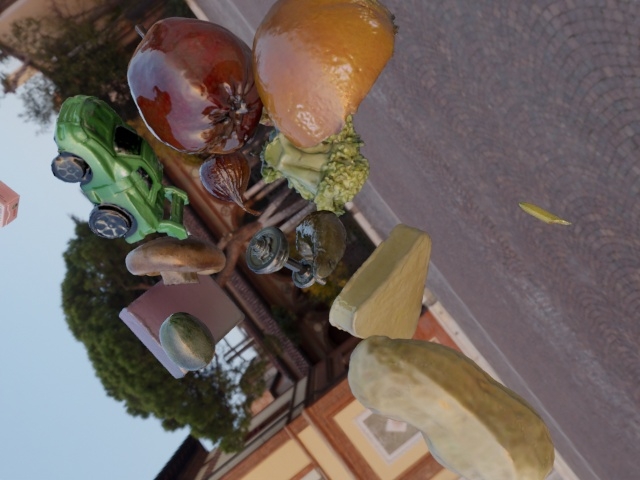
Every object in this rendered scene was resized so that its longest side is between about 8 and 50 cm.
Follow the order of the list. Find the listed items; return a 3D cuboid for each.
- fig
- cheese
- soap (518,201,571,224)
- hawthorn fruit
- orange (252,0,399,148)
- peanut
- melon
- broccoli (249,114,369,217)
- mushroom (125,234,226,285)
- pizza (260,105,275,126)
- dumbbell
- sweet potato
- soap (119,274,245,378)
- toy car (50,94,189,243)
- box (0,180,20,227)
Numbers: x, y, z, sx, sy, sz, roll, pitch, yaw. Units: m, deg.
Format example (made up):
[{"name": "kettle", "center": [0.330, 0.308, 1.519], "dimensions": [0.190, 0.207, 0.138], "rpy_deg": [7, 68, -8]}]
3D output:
[{"name": "fig", "center": [-0.251, -0.146, 1.472], "dimensions": [0.133, 0.146, 0.201], "rpy_deg": [-19, -94, -47]}, {"name": "cheese", "center": [0.174, 0.165, 1.504], "dimensions": [0.104, 0.384, 0.384], "rpy_deg": [24, 162, 37]}, {"name": "soap", "center": [0.701, -0.080, 1.641], "dimensions": [0.089, 0.033, 0.168], "rpy_deg": [1, -152, -44]}, {"name": "hawthorn fruit", "center": [-0.285, -0.343, 1.181], "dimensions": [0.324, 0.308, 0.308], "rpy_deg": [12, 156, 32]}, {"name": "orange", "center": [0.006, -0.308, 0.899], "dimensions": [0.274, 0.274, 0.310], "rpy_deg": [52, -147, 0]}, {"name": "peanut", "center": [0.178, 0.232, 0.727], "dimensions": [0.305, 0.147, 0.147], "rpy_deg": [37, 179, 0]}, {"name": "melon", "center": [-0.318, 0.248, 1.268], "dimensions": [0.167, 0.114, 0.114], "rpy_deg": [60, 176, -24]}, {"name": "broccoli", "center": [-0.044, -0.216, 1.393], "dimensions": [0.280, 0.293, 0.348], "rpy_deg": [4, -109, -58]}, {"name": "mushroom", "center": [-0.413, 0.057, 1.496], "dimensions": [0.278, 0.278, 0.146], "rpy_deg": [60, -153, -86]}, {"name": "pizza", "center": [-0.267, -0.453, 1.742], "dimensions": [0.405, 0.130, 0.440], "rpy_deg": [24, -146, -3]}, {"name": "dumbbell", "center": [-0.069, 0.054, 1.205], "dimensions": [0.254, 0.110, 0.110], "rpy_deg": [33, -167, -45]}, {"name": "sweet potato", "center": [0.000, -0.003, 1.101], "dimensions": [0.310, 0.097, 0.124], "rpy_deg": [-143, 57, -81]}, {"name": "soap", "center": [-0.440, 0.247, 1.701], "dimensions": [0.285, 0.296, 0.107], "rpy_deg": [49, 142, 0]}, {"name": "toy car", "center": [-0.441, -0.150, 1.173], "dimensions": [0.359, 0.176, 0.214], "rpy_deg": [74, -176, -45]}, {"name": "box", "center": [-0.694, -0.097, 1.088], "dimensions": [0.125, 0.089, 0.043], "rpy_deg": [40, -135, -6]}]
